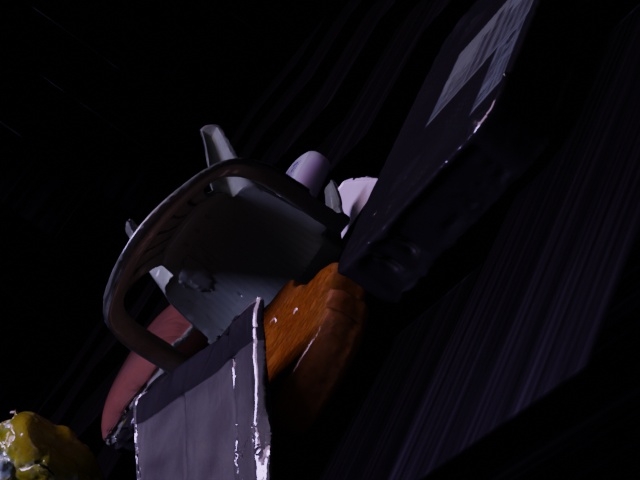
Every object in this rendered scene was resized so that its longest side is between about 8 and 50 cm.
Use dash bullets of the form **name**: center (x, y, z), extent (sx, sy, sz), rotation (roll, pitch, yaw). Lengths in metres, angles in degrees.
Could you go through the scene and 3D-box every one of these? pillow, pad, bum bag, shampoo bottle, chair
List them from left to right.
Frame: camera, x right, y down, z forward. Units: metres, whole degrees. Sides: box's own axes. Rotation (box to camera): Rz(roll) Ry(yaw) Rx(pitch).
- **pillow**: center (-0.171, 0.132, 1.800), extent (0.171, 0.075, 0.179), rotation (-49, 10, 34)
- **bum bag**: center (-0.152, 0.169, 1.603), extent (0.107, 0.060, 0.232), rotation (-48, 7, -18)
- **pad**: center (-0.083, 0.157, 1.119), extent (0.233, 0.022, 0.174), rotation (-42, 46, 54)
- **chair**: center (-0.091, 0.009, 1.440), extent (0.203, 0.190, 0.275), rotation (-52, 16, 7)
- **shampoo bottle**: center (-0.027, -0.052, 1.843), extent (0.072, 0.043, 0.099), rotation (-50, 10, 33)
- **pad**: center (0.000, 0.000, 1.615), extent (0.156, 0.004, 0.232), rotation (-55, 8, -4)

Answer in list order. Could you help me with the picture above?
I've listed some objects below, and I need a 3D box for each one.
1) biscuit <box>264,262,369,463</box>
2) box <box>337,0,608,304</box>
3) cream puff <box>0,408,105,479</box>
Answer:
- **biscuit**: center (-0.033, 0.110, 1.217), extent (0.202, 0.047, 0.334), rotation (-58, 7, -14)
- **box**: center (0.128, -0.119, 1.192), extent (0.211, 0.058, 0.350), rotation (-46, 12, 41)
- **cream puff**: center (-0.338, 0.301, 1.802), extent (0.221, 0.194, 0.195), rotation (-23, 30, 52)
